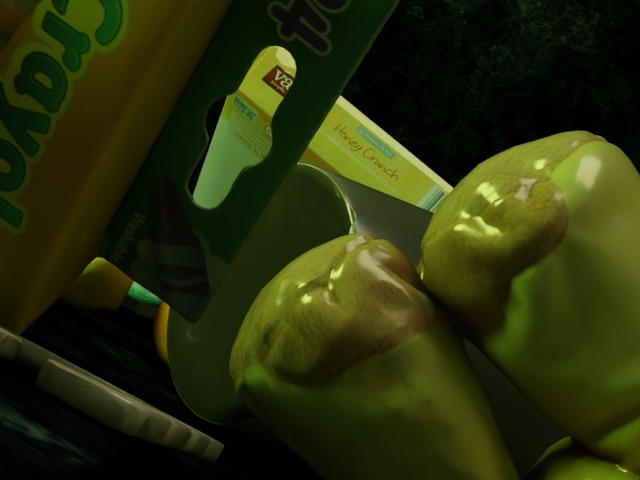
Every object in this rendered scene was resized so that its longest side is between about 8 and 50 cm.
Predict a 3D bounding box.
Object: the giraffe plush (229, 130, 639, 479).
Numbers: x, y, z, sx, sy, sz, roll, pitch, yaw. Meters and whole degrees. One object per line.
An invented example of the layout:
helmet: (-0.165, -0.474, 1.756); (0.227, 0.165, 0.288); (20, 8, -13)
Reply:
giraffe plush: (0.085, 0.094, 0.390); (0.170, 0.181, 0.210); (-122, -172, -67)

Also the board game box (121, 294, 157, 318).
board game box: (-0.127, 0.021, 1.117); (0.103, 0.026, 0.154); (30, 0, 18)

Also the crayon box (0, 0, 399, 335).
crayon box: (-0.155, -0.105, 0.655); (0.323, 0.203, 0.083); (35, 36, 2)

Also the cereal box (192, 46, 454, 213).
cereal box: (0.000, 0.000, 1.061); (0.173, 0.047, 0.240); (39, -28, 7)

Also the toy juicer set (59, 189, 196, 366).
toy juicer set: (-0.140, -0.008, 0.955); (0.329, 0.089, 0.209); (35, 18, 12)

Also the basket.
basket: (0.051, 0.060, 0.831); (0.227, 0.154, 0.204); (24, 11, -39)

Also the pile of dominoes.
pile of dominoes: (-0.134, 0.031, 0.526); (0.196, 0.040, 0.251); (27, -8, 6)
